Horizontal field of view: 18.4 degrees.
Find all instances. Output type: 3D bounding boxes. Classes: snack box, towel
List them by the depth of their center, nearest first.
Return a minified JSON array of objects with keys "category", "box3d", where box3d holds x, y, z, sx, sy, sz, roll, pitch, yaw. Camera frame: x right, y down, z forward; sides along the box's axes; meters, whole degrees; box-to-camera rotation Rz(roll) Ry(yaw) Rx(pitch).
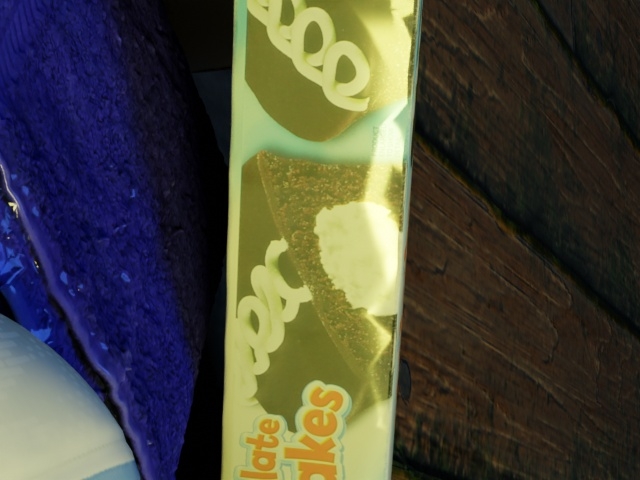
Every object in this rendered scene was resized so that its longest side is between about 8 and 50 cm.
[{"category":"towel","box3d":[-0.098,-0.066,0.569,0.227,0.076,0.308,-74,152,-47]},{"category":"snack box","box3d":[0.000,0.000,0.699,0.187,0.060,0.322,-85,178,-69]}]

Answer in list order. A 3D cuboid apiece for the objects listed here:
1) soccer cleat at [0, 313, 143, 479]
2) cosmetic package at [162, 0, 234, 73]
[{"category":"soccer cleat","box3d":[-0.136,0.128,0.385,0.143,0.116,0.331,49,35,-24]},{"category":"cosmetic package","box3d":[-0.027,-0.119,0.825,0.115,0.060,0.041,-70,149,-49]}]
